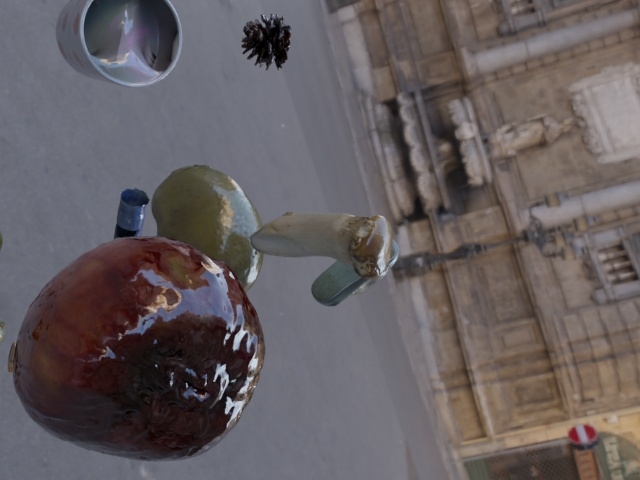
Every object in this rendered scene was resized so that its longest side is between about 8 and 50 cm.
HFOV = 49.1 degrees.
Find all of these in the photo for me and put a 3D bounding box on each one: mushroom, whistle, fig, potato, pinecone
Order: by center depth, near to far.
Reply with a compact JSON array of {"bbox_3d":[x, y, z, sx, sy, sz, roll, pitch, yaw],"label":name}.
[{"bbox_3d":[-0.175,0.106,0.676,0.224,0.263,0.224,20,58,-36],"label":"fig"},{"bbox_3d":[0.000,0.000,0.948,0.071,0.209,0.084,-54,137,-38],"label":"mushroom"},{"bbox_3d":[-0.187,-0.013,1.156,0.235,0.177,0.160,61,-7,7],"label":"potato"},{"bbox_3d":[-0.426,0.018,1.536,0.062,0.062,0.304,-93,-160,-48],"label":"whistle"},{"bbox_3d":[-0.131,-0.484,1.698,0.140,0.120,0.140,-177,-90,-77],"label":"pinecone"}]

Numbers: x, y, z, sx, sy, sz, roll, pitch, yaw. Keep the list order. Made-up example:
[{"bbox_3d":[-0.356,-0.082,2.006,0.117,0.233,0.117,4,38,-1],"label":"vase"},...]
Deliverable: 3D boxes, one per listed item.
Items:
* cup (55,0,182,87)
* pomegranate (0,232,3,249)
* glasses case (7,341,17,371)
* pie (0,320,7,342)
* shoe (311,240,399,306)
[{"bbox_3d":[-0.465,-0.457,1.559,0.317,0.212,0.212,24,-40,55],"label":"cup"},{"bbox_3d":[-1.002,-0.012,1.978,0.179,0.179,0.211,-68,154,-72],"label":"pomegranate"},{"bbox_3d":[-0.620,0.269,1.602,0.041,0.169,0.065,27,-76,57],"label":"glasses case"},{"bbox_3d":[-0.607,0.175,1.168,0.193,0.163,0.079,10,-63,56],"label":"pie"},{"bbox_3d":[0.071,0.068,1.397,0.079,0.195,0.078,50,-10,29],"label":"shoe"}]
